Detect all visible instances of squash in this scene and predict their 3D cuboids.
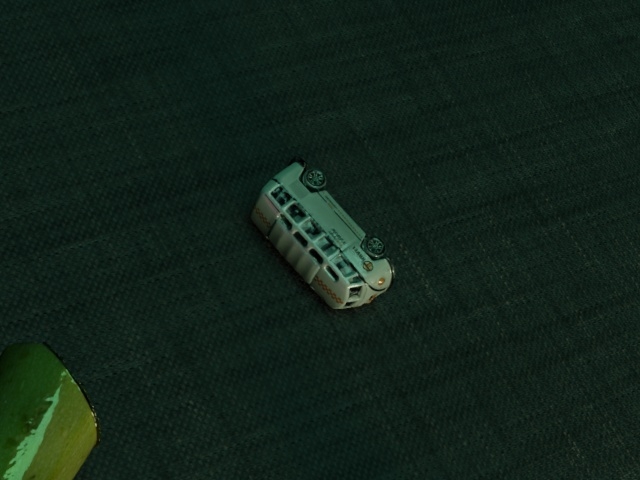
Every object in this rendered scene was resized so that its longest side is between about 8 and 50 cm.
[{"bbox_3d":[-0.301,0.248,1.534,0.137,0.137,0.288,24,53,-9],"label":"squash"}]

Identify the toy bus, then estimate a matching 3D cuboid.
[{"bbox_3d":[0.000,0.000,1.889,0.089,0.087,0.194,-35,77,-32],"label":"toy bus"}]
